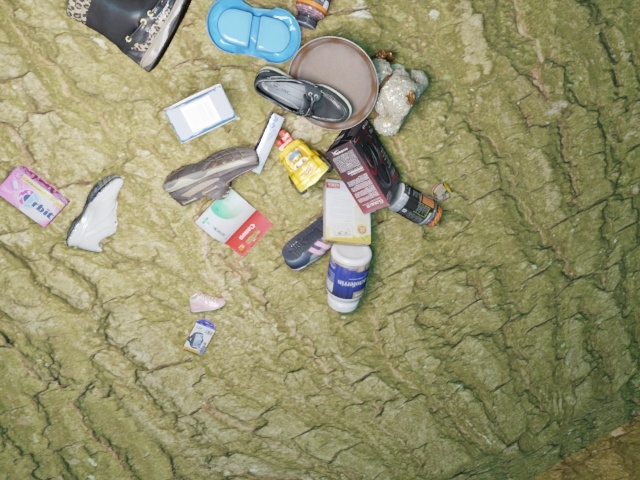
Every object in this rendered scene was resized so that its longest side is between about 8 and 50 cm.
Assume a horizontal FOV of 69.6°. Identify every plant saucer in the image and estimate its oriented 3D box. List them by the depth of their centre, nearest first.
[{"bbox_3d":[0.042,-0.525,1.548,0.311,0.050,0.310,8,128,11],"label":"plant saucer"}]

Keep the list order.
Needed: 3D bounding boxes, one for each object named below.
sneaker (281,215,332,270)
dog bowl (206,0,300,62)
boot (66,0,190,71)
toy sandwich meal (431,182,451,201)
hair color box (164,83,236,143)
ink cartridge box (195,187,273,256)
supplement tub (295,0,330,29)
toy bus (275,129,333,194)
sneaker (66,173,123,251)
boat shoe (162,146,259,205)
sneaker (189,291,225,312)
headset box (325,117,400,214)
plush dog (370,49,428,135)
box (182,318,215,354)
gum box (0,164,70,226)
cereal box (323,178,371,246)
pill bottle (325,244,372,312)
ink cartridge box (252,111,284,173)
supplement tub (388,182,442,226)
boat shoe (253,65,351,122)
[{"bbox_3d":[0.000,0.000,1.754,0.319,0.112,0.131,-31,147,-10],"label":"sneaker"},{"bbox_3d":[-0.215,-0.675,1.495,0.298,0.074,0.165,8,105,-13],"label":"dog bowl"},{"bbox_3d":[-0.550,-0.742,1.376,0.284,0.138,0.377,28,105,-18],"label":"boot"},{"bbox_3d":[0.478,-0.192,1.815,0.086,0.029,0.085,-3,108,-11],"label":"toy sandwich meal"},{"bbox_3d":[-0.359,-0.396,1.406,0.174,0.347,0.105,-26,111,-3],"label":"hair color box"},{"bbox_3d":[-0.310,-0.062,1.681,0.225,0.056,0.181,42,95,-18],"label":"ink cartridge box"},{"bbox_3d":[-0.014,-0.789,1.483,0.106,0.106,0.197,17,103,-16],"label":"supplement tub"},{"bbox_3d":[-0.076,-0.283,1.577,0.149,0.220,0.211,-39,105,7],"label":"toy bus"},{"bbox_3d":[-0.743,-0.092,1.568,0.129,0.111,0.297,28,104,-34],"label":"sneaker"},{"bbox_3d":[-0.358,-0.213,1.568,0.356,0.132,0.130,-14,127,17],"label":"boat shoe"},{"bbox_3d":[-0.432,0.227,1.746,0.135,0.051,0.070,-10,114,-4],"label":"sneaker"},{"bbox_3d":[0.165,-0.251,1.624,0.110,0.218,0.293,-20,114,33],"label":"headset box"},{"bbox_3d":[0.226,-0.523,1.590,0.226,0.210,0.262,34,99,4],"label":"plush dog"},{"bbox_3d":[-0.470,0.374,1.798,0.081,0.028,0.136,26,102,-18],"label":"box"},{"bbox_3d":[-0.946,-0.148,1.514,0.107,0.062,0.188,-45,111,4],"label":"gum box"},{"bbox_3d":[0.096,-0.102,1.690,0.173,0.047,0.239,6,70,-14],"label":"cereal box"},{"bbox_3d":[0.101,0.137,1.750,0.153,0.153,0.264,-2,127,-11],"label":"pill bottle"},{"bbox_3d":[-0.191,-0.338,1.593,0.046,0.097,0.207,22,101,-17],"label":"ink cartridge box"},{"bbox_3d":[0.362,-0.132,1.764,0.191,0.117,0.116,27,100,-18],"label":"supplement tub"},{"bbox_3d":[-0.064,-0.467,1.520,0.340,0.113,0.127,28,127,-4],"label":"boat shoe"}]
